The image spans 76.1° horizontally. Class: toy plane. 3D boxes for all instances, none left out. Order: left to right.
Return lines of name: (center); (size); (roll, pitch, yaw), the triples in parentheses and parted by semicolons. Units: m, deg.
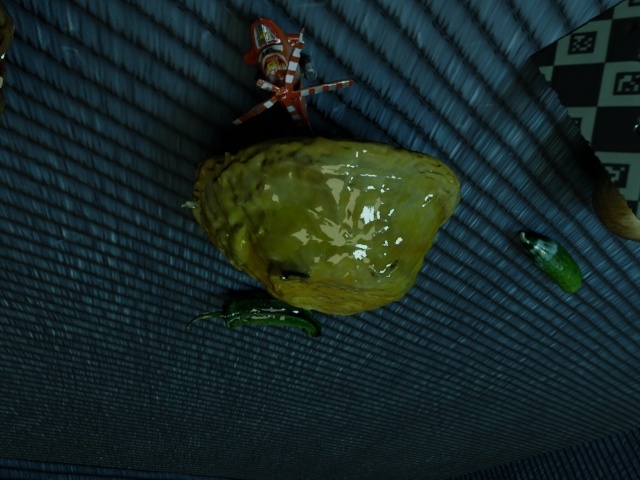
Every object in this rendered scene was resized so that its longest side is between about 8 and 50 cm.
toy plane: (-0.017, -0.148, 0.444); (0.126, 0.077, 0.194); (-27, 143, 27)

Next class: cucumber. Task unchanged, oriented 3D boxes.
cucumber: (0.416, 0.039, 0.726); (0.056, 0.056, 0.250); (-35, 134, 30)

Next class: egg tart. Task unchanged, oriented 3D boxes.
egg tart: (0.000, 0.000, 0.511); (0.338, 0.153, 0.351); (10, 157, -23)

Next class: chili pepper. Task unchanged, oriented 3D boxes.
chili pepper: (-0.097, 0.141, 0.771); (0.278, 0.065, 0.122); (16, 131, -29)

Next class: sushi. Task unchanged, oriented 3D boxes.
sushi: (0.373, -0.154, 0.396); (0.231, 0.220, 0.047); (-28, 159, 23)

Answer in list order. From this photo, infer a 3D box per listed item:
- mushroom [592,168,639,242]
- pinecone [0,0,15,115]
mushroom: (0.473, -0.102, 0.492); (0.277, 0.146, 0.278); (-12, 146, -8)
pinecone: (-0.362, -0.155, 0.258); (0.297, 0.242, 0.296); (-18, 141, 22)
